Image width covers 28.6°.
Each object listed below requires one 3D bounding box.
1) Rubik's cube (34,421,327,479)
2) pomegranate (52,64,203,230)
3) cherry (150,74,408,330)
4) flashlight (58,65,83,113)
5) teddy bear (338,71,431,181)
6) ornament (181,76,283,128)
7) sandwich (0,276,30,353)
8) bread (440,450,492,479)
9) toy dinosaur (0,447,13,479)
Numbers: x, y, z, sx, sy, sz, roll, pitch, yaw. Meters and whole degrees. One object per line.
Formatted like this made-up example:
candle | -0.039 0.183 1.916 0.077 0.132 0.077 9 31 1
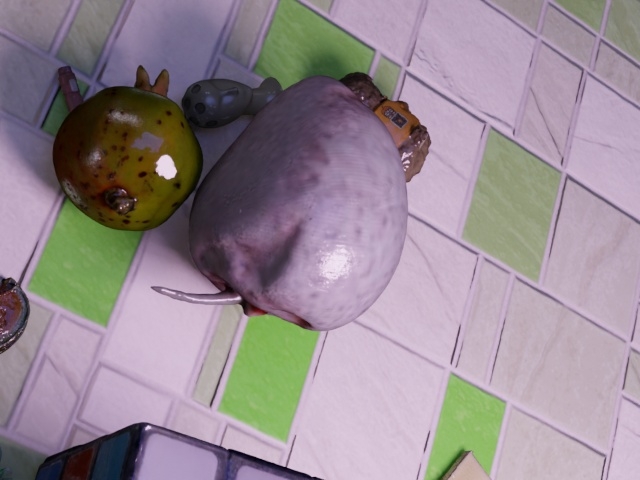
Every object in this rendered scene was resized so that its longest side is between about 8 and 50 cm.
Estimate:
Rubik's cube | -0.162 0.440 1.453 0.362 0.359 0.363 26 62 -22
pomegranate | -0.249 -0.136 1.677 0.198 0.198 0.246 23 74 -25
cherry | -0.025 -0.034 1.693 0.291 0.335 0.326 29 19 -22
flashlight | -0.339 -0.191 1.740 0.052 0.031 0.110 -14 83 -35
teddy bear | 0.083 -0.170 1.948 0.190 0.140 0.177 40 60 -6
ornament | -0.131 -0.206 1.852 0.156 0.081 0.075 -6 73 -38
sandwich | -0.409 0.101 1.605 0.069 0.026 0.101 48 56 -12
bread | 0.201 0.391 1.901 0.068 0.028 0.153 52 54 -8
toy dinosaur | -0.411 0.299 1.545 0.062 0.021 0.083 -20 87 -23
